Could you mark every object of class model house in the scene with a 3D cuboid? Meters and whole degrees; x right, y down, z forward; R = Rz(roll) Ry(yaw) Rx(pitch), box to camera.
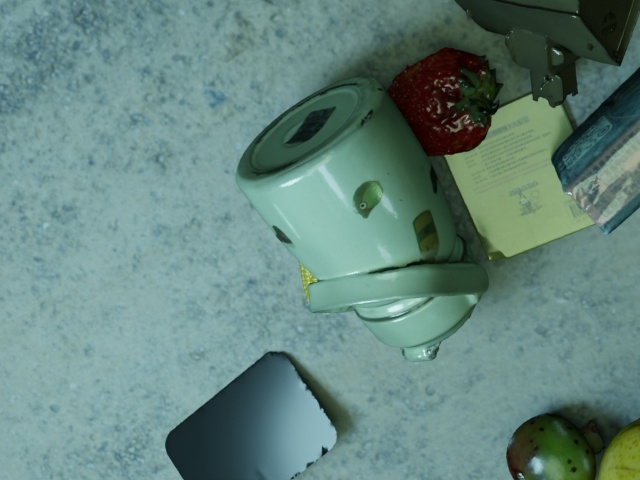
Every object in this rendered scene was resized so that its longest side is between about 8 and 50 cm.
[{"bbox_3d":[0.281,-0.283,1.264,0.211,0.204,0.243,29,143,45],"label":"model house"}]

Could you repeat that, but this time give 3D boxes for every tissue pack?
[{"bbox_3d":[0.406,-0.159,1.235,0.103,0.228,0.316,45,105,-4],"label":"tissue pack"}]

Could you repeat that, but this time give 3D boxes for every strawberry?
[{"bbox_3d":[0.150,-0.167,1.352,0.148,0.131,0.131,-22,102,48],"label":"strawberry"}]

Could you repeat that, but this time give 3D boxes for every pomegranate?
[{"bbox_3d":[0.312,0.293,1.448,0.130,0.130,0.130,3,106,10],"label":"pomegranate"}]

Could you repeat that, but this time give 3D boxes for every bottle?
[{"bbox_3d":[0.067,0.001,1.328,0.229,0.229,0.351,-27,116,16],"label":"bottle"}]

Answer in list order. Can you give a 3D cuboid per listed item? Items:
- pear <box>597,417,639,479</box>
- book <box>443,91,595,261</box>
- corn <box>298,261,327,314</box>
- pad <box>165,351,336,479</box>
[{"bbox_3d":[0.498,0.338,1.337,0.314,0.314,0.314,3,106,10],"label":"pear"},{"bbox_3d":[0.261,-0.083,1.401,0.168,0.013,0.192,-22,100,15],"label":"book"},{"bbox_3d":[0.000,0.000,1.445,0.067,0.067,0.206,-4,103,12],"label":"corn"},{"bbox_3d":[-0.050,0.348,1.557,0.250,0.055,0.323,-40,95,18],"label":"pad"}]
